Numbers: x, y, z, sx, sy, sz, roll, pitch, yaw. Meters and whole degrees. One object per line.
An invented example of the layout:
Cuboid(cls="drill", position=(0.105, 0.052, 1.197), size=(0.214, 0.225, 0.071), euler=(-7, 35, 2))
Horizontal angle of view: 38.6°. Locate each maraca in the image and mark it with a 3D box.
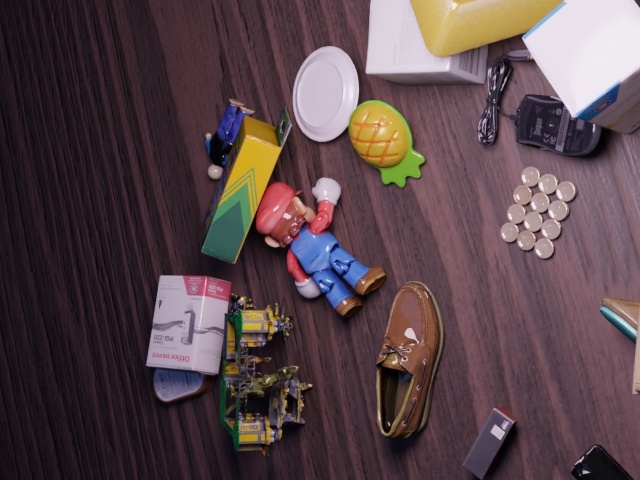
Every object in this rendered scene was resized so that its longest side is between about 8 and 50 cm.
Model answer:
Cuboid(cls="maraca", position=(0.130, -0.192, 1.816), size=(0.127, 0.099, 0.185), euler=(-30, 98, 38))

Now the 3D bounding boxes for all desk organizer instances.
Cuboid(cls="desk organizer", position=(0.320, 0.372, 1.691), size=(0.047, 0.050, 0.130), euler=(35, 109, 32))

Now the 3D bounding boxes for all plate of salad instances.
Cuboid(cls="plate of salad", position=(0.015, -0.308, 1.929), size=(0.200, 0.048, 0.200), euler=(0, 90, 47))

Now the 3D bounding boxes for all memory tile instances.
Cuboid(cls="memory tile", position=(0.395, -0.051, 1.666), size=(0.113, 0.012, 0.148), euler=(27, 106, 34))

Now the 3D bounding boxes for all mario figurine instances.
Cuboid(cls="mario figurine", position=(0.000, 0.000, 1.917), size=(0.198, 0.170, 0.320), euler=(-39, 74, -10))

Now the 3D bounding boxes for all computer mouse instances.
Cuboid(cls="computer mouse", position=(0.403, -0.248, 1.637), size=(0.262, 0.060, 0.184), euler=(14, 102, 47))

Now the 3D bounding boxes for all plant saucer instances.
Cuboid(cls="plant saucer", position=(0.300, -0.520, 1.589), size=(0.333, 0.081, 0.332), euler=(-17, 77, -3))

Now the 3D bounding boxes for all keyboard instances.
Cuboid(cls="keyboard", position=(0.510, 0.452, 1.570), size=(0.100, 0.038, 0.192), euler=(-42, 63, 3))

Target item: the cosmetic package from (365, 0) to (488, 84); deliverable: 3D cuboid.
Cuboid(cls="cosmetic package", position=(0.204, -0.378, 1.726), size=(0.184, 0.151, 0.151), euler=(6, 92, 35))

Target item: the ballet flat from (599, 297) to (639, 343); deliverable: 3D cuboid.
Cuboid(cls="ballet flat", position=(0.609, 0.186, 1.456), size=(0.124, 0.116, 0.342), euler=(-45, 63, 5))

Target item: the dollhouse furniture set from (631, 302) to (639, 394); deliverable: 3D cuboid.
Cuboid(cls="dollhouse furniture set", position=(0.682, 0.168, 1.293), size=(0.394, 0.256, 0.362), euler=(7, 85, 1))

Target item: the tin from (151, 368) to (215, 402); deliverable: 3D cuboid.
Cuboid(cls="tin", position=(-0.330, 0.328, 2.182), size=(0.190, 0.040, 0.106), euler=(-23, 80, 34))

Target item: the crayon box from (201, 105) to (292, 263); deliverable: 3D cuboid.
Cuboid(cls="crayon box", position=(-0.164, -0.137, 1.968), size=(0.203, 0.083, 0.323), euler=(-107, 39, -70))

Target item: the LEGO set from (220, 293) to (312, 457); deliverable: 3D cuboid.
Cuboid(cls="LEGO set", position=(-0.093, 0.275, 1.891), size=(0.255, 0.192, 0.331), euler=(155, 115, -72))

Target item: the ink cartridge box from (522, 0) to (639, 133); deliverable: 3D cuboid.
Cuboid(cls="ink cartridge box", position=(0.478, -0.297, 1.472), size=(0.171, 0.233, 0.168), euler=(-40, 65, 29))

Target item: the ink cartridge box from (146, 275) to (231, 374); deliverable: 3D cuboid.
Cuboid(cls="ink cartridge box", position=(-0.304, 0.194, 2.106), size=(0.158, 0.092, 0.218), euler=(-1, 78, 36))

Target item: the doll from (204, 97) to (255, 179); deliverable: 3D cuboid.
Cuboid(cls="doll", position=(-0.213, -0.224, 2.096), size=(0.129, 0.046, 0.189), euler=(37, 110, 32))

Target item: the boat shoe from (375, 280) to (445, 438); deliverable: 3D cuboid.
Cuboid(cls="boat shoe", position=(0.167, 0.232, 1.772), size=(0.111, 0.104, 0.307), euler=(1, 90, 37))
